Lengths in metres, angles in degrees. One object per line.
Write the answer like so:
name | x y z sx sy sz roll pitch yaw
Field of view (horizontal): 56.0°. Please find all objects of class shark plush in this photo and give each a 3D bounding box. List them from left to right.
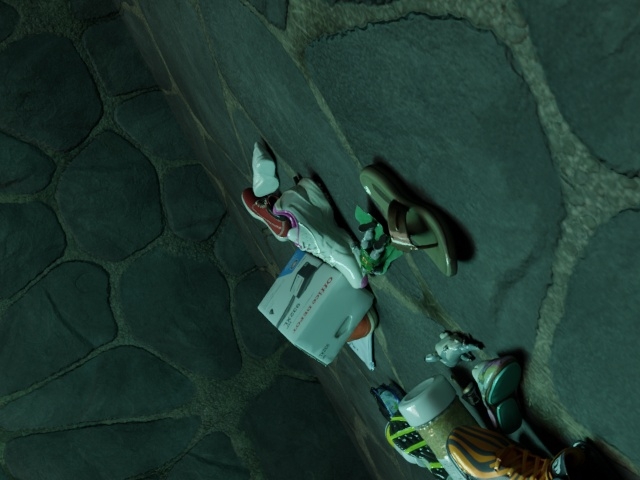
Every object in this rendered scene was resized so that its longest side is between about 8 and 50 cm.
shark plush | 0.273 0.209 1.170 0.067 0.073 0.161 40 145 -1

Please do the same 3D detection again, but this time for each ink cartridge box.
ink cartridge box | -0.022 0.171 1.658 0.129 0.223 0.307 37 176 -26

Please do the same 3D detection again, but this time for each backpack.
backpack | 0.219 0.494 1.827 0.105 0.084 0.114 64 171 -18

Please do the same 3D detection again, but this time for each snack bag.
snack bag | 0.066 0.232 1.931 0.342 0.037 0.323 46 161 29

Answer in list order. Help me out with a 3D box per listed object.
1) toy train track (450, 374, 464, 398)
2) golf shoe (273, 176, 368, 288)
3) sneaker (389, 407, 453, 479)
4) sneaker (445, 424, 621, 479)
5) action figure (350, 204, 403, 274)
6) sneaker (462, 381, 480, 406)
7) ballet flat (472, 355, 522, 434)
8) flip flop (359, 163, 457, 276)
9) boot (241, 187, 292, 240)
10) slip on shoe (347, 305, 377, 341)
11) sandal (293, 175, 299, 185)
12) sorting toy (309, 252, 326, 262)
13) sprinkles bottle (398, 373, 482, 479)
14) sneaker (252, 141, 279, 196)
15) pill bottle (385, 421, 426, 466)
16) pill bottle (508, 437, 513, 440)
toy train track | 0.308 0.330 1.311 0.083 0.014 0.048 51 164 34
golf shoe | 0.000 0.000 1.472 0.306 0.140 0.115 57 165 5
sneaker | 0.336 0.536 1.468 0.147 0.145 0.384 31 -176 -37
sneaker | 0.354 0.366 0.974 0.321 0.124 0.180 24 140 32
action figure | 0.110 0.026 1.302 0.137 0.063 0.232 52 168 18
sneaker | 0.314 0.319 1.240 0.037 0.032 0.083 45 170 30
ballet flat | 0.305 0.256 1.049 0.079 0.077 0.221 51 169 47
flip flop | 0.138 -0.030 1.026 0.277 0.080 0.112 50 163 36
boot | -0.181 -0.128 1.981 0.244 0.088 0.176 44 160 26
slip on shoe | 0.061 0.247 1.735 0.123 0.101 0.331 60 147 7
sandal | -0.028 -0.098 1.574 0.067 0.040 0.179 63 -173 -65
sorting toy | -0.008 0.023 1.777 0.102 0.042 0.061 28 163 45
sprinkles bottle | 0.313 0.454 1.250 0.355 0.121 0.121 53 166 5
sneaker | -0.174 -0.216 1.819 0.212 0.080 0.094 104 147 -61
pill bottle | 0.276 0.606 1.816 0.103 0.103 0.184 63 166 -15
pill bottle | 0.388 0.473 1.097 0.215 0.117 0.117 51 164 33
